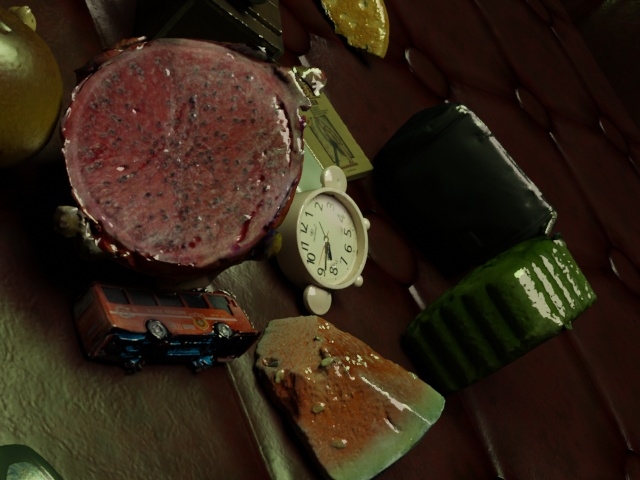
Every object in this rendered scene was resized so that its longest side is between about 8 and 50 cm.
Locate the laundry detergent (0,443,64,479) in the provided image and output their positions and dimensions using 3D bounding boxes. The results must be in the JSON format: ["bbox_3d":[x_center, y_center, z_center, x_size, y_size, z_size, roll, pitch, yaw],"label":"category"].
[{"bbox_3d":[-0.309,0.271,0.920,0.144,0.078,0.222,53,33,6],"label":"laundry detergent"}]

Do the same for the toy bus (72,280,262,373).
[{"bbox_3d":[-0.179,0.101,1.275,0.235,0.073,0.096,6,46,-50],"label":"toy bus"}]

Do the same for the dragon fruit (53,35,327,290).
[{"bbox_3d":[-0.158,-0.081,1.309,0.314,0.263,0.296,-1,80,-10],"label":"dragon fruit"}]

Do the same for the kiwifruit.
[{"bbox_3d":[-0.390,-0.171,1.163,0.234,0.196,0.196,30,37,-44],"label":"kiwifruit"}]

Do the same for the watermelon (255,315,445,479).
[{"bbox_3d":[0.024,0.195,1.422,0.256,0.140,0.193,45,22,3],"label":"watermelon"}]

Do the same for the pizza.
[{"bbox_3d":[0.065,-0.477,2.172,0.246,0.127,0.058,47,8,7],"label":"pizza"}]

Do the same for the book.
[{"bbox_3d":[-0.011,-0.201,1.854,0.231,0.026,0.161,56,31,8],"label":"book"}]

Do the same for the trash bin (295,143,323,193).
[{"bbox_3d":[-0.041,-0.097,1.674,0.130,0.059,0.116,54,33,2],"label":"trash bin"}]

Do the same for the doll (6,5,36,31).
[{"bbox_3d":[-0.413,-0.276,1.398,0.093,0.051,0.061,-34,87,-30],"label":"doll"}]

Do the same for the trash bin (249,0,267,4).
[{"bbox_3d":[-0.101,-0.469,1.592,0.164,0.122,0.240,40,26,-16],"label":"trash bin"}]

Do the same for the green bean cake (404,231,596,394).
[{"bbox_3d":[0.286,0.114,1.705,0.250,0.247,0.156,-18,74,-57],"label":"green bean cake"}]

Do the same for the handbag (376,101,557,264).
[{"bbox_3d":[0.245,-0.082,1.878,0.302,0.178,0.275,50,-4,-7],"label":"handbag"}]

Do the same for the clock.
[{"bbox_3d":[0.000,0.000,1.581,0.156,0.063,0.229,23,69,-43],"label":"clock"}]

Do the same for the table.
[{"bbox_3d":[-0.166,-0.337,1.634,0.169,0.172,0.193,33,31,-30],"label":"table"}]
